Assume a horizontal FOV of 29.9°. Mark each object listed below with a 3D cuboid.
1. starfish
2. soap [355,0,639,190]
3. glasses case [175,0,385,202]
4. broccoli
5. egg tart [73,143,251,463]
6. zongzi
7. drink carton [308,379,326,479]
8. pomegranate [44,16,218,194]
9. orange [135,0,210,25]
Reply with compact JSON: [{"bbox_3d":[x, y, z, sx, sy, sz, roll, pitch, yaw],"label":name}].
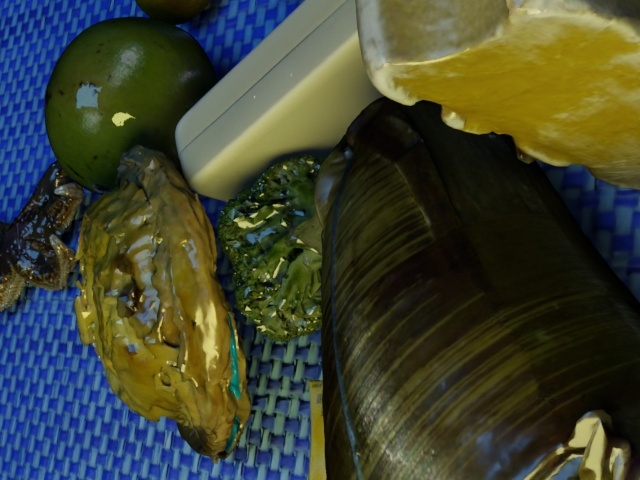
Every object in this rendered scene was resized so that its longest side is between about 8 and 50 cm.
[{"bbox_3d":[-0.347,0.000,1.387,0.238,0.071,0.216,-50,41,11],"label":"starfish"},{"bbox_3d":[0.153,-0.224,0.744,0.156,0.293,0.335,-17,65,40],"label":"soap"},{"bbox_3d":[0.021,-0.134,0.976,0.313,0.131,0.070,-38,54,35],"label":"glasses case"},{"bbox_3d":[0.000,0.000,0.959,0.138,0.162,0.145,152,99,-75],"label":"broccoli"},{"bbox_3d":[-0.150,0.065,1.040,0.291,0.107,0.290,166,90,-72],"label":"egg tart"},{"bbox_3d":[0.057,0.156,0.822,0.432,0.208,0.403,-58,41,31],"label":"zongzi"},{"bbox_3d":[0.027,0.207,0.912,0.084,0.075,0.199,-8,74,46],"label":"drink carton"},{"bbox_3d":[-0.160,-0.132,1.155,0.211,0.179,0.179,-9,70,18],"label":"pomegranate"},{"bbox_3d":[-0.148,-0.267,1.234,0.095,0.085,0.085,-28,57,16],"label":"orange"}]
